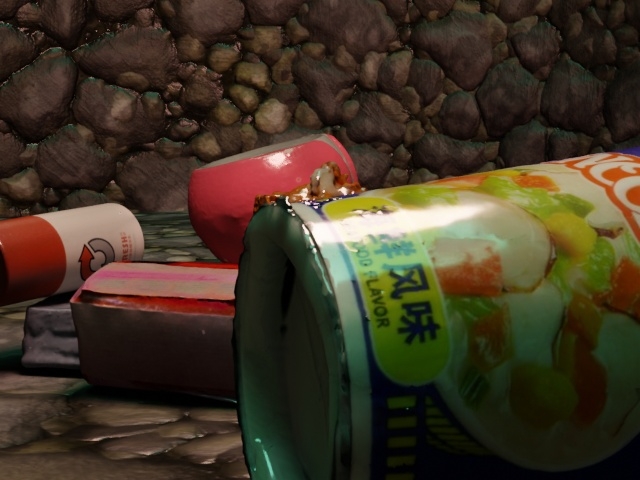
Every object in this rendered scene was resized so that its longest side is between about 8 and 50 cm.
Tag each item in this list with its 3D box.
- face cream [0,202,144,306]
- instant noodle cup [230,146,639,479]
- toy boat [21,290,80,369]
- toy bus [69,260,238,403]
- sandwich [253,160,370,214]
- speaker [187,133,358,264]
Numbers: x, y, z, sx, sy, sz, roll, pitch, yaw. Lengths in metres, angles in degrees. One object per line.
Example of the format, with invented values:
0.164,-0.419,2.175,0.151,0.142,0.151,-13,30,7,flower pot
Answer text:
-0.309,0.016,1.276,0.096,0.095,0.214,4,10,33,face cream
0.121,0.069,0.635,0.313,0.284,0.284,-3,7,-19,instant noodle cup
-0.253,0.094,1.324,0.127,0.078,0.283,-2,7,14,toy boat
-0.097,0.093,1.128,0.303,0.127,0.147,3,13,18,toy bus
-0.005,0.012,1.546,0.292,0.212,0.109,-26,1,-29,sandwich
-0.081,-0.070,1.883,0.294,0.294,0.294,-1,7,0,speaker
